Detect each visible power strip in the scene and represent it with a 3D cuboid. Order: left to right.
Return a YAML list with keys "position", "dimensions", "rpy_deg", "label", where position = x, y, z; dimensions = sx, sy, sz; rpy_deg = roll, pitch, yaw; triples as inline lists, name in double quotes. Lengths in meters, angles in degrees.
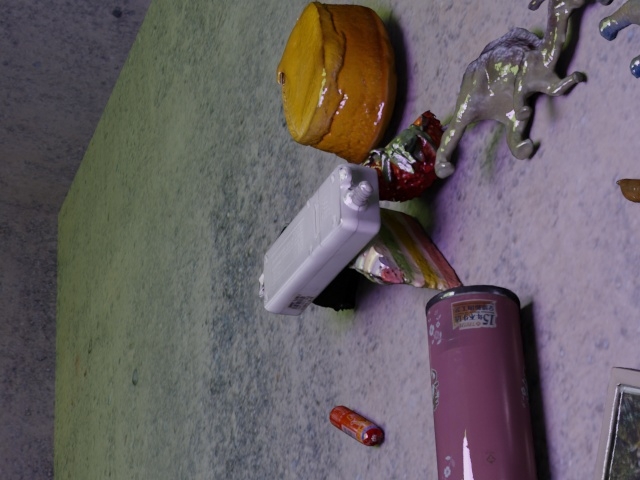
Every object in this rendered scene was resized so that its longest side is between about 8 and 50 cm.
- position: [0.000, 0.000, 1.759]
  dimensions: [0.338, 0.058, 0.098]
  rpy_deg: [131, 143, -55]
  label: "power strip"

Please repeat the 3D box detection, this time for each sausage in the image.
- position: [0.051, 0.257, 1.823]
  dimensions: [0.129, 0.034, 0.034]
  rpy_deg: [-163, 86, -68]
  label: "sausage"

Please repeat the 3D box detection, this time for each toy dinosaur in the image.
- position: [0.228, -0.185, 1.584]
  dimensions: [0.294, 0.077, 0.162]
  rpy_deg: [-36, 41, 38]
  label: "toy dinosaur"
- position: [0.367, -0.270, 1.336]
  dimensions: [0.188, 0.075, 0.248]
  rpy_deg: [-27, 49, 50]
  label: "toy dinosaur"

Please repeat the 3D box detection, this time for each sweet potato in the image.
- position: [0.331, -0.048, 1.330]
  dimensions: [0.115, 0.026, 0.026]
  rpy_deg: [18, 96, 65]
  label: "sweet potato"

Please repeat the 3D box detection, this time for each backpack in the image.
- position: [0.010, 0.013, 1.945]
  dimensions: [0.120, 0.105, 0.165]
  rpy_deg: [22, 98, 64]
  label: "backpack"

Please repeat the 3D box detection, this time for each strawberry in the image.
- position: [0.111, -0.096, 1.764]
  dimensions: [0.192, 0.085, 0.140]
  rpy_deg: [-47, -6, 36]
  label: "strawberry"

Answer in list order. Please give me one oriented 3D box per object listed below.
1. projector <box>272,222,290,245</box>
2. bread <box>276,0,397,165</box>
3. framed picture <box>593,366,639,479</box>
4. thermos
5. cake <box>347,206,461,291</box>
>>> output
- position: [-0.026, 0.029, 2.054]
  dimensions: [0.083, 0.082, 0.083]
  rpy_deg: [-103, 33, -46]
  label: "projector"
- position: [0.030, -0.239, 1.979]
  dimensions: [0.270, 0.142, 0.195]
  rpy_deg: [-99, 28, -44]
  label: "bread"
- position: [0.338, 0.244, 1.172]
  dimensions: [0.324, 0.020, 0.241]
  rpy_deg: [-174, 95, -67]
  label: "framed picture"
- position: [0.173, 0.225, 1.453]
  dimensions: [0.136, 0.109, 0.330]
  rpy_deg: [134, 141, -52]
  label: "thermos"
- position: [0.098, 0.011, 1.737]
  dimensions: [0.225, 0.109, 0.090]
  rpy_deg: [-153, 76, -67]
  label: "cake"
